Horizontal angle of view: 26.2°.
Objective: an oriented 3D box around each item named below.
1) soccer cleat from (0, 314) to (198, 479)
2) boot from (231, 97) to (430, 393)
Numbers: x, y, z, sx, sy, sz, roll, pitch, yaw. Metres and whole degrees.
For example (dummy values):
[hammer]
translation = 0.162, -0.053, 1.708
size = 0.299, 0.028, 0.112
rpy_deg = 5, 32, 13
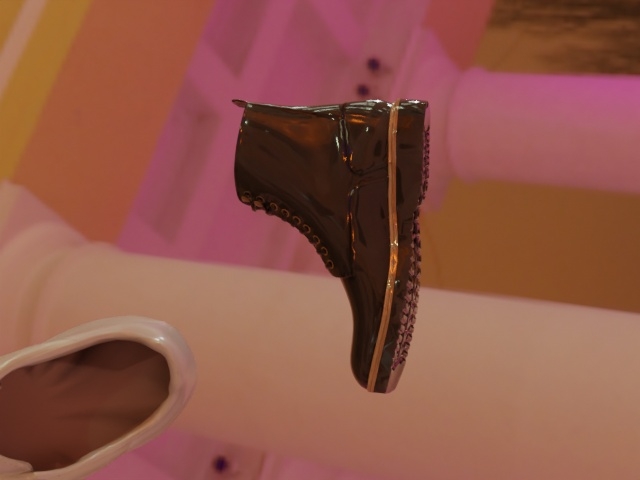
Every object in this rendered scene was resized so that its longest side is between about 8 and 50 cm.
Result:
[soccer cleat]
translation = -0.133, 0.079, 0.473
size = 0.196, 0.076, 0.068
rpy_deg = -28, -93, -13
[boot]
translation = 0.000, 0.000, 0.939
size = 0.077, 0.137, 0.198
rpy_deg = 33, -117, -79
